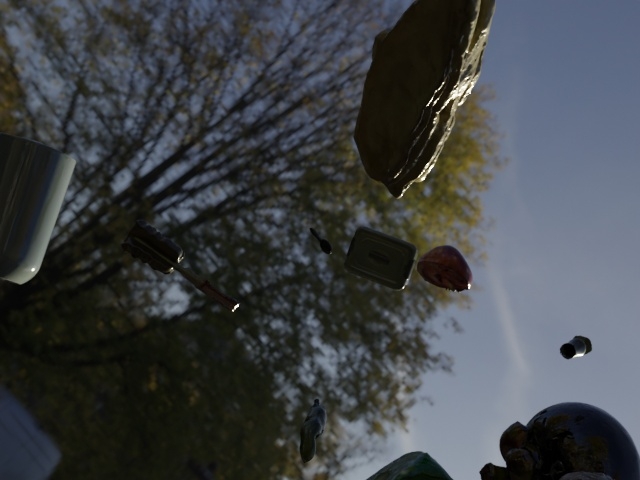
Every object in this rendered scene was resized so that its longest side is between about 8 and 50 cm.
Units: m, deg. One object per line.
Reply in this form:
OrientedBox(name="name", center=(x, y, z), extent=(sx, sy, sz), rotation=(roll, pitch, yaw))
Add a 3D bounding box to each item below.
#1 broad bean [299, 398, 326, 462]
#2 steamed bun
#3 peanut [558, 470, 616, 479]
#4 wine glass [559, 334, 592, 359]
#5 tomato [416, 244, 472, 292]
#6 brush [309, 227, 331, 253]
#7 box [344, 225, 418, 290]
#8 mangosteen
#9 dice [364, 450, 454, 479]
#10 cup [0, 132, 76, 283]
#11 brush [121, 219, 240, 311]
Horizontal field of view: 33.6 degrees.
OrientedBox(name="broad bean", center=(-0.015, 0.407, 2.308), extent=(0.048, 0.213, 0.070), rotation=(11, -67, 6))
OrientedBox(name="steamed bun", center=(0.185, -0.307, 1.910), extent=(0.247, 0.189, 0.428), rotation=(44, -48, 31))
OrientedBox(name="peanut", center=(0.417, 0.427, 1.716), extent=(0.108, 0.095, 0.226), rotation=(16, 6, 36))
OrientedBox(name="wine glass", center=(0.477, 0.202, 1.993), extent=(0.039, 0.083, 0.042), rotation=(-49, -113, 29))
OrientedBox(name="tomato", center=(0.340, 0.066, 2.799), extent=(0.159, 0.091, 0.139), rotation=(9, -29, 47))
OrientedBox(name="brush", center=(0.000, 0.000, 2.220), extent=(0.008, 0.024, 0.083), rotation=(6, 34, -45))
OrientedBox(name="box", center=(0.160, 0.045, 2.640), extent=(0.172, 0.124, 0.093), rotation=(22, 5, 20))
OrientedBox(name="mangosteen", center=(0.451, 0.439, 1.995), extent=(0.275, 0.302, 0.275), rotation=(178, -90, -88))
OrientedBox(name="dice", center=(0.213, 0.695, 2.519), extent=(0.300, 0.297, 0.287), rotation=(54, -15, 5))
OrientedBox(name="cup", center=(-0.693, -0.069, 2.379), extent=(0.205, 0.312, 0.205), rotation=(15, -9, 3))
OrientedBox(name="brush", center=(-0.307, 0.065, 2.365), extent=(0.301, 0.084, 0.071), rotation=(34, -8, 9))
